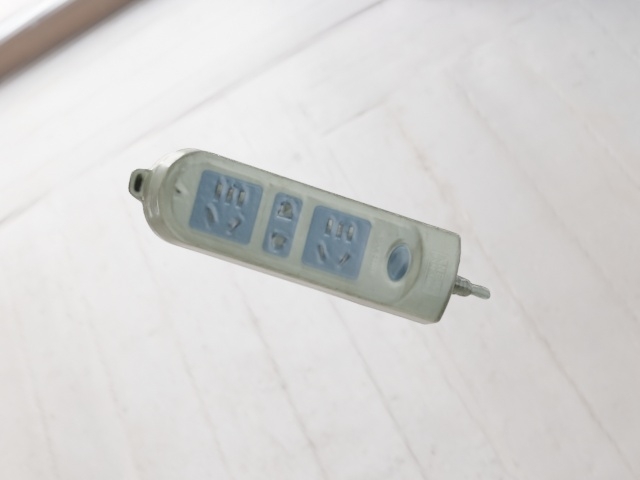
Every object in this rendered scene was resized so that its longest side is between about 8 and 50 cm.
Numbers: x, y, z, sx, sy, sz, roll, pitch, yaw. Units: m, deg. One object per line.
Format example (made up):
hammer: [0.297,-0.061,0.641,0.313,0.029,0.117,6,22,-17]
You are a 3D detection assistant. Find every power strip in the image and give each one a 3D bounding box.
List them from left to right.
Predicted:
power strip: [0.000,0.000,0.719,0.030,0.191,0.048,1,75,66]

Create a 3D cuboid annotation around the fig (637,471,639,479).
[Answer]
fig: [0.197,0.152,0.733,0.186,0.148,0.142,-16,39,-19]
